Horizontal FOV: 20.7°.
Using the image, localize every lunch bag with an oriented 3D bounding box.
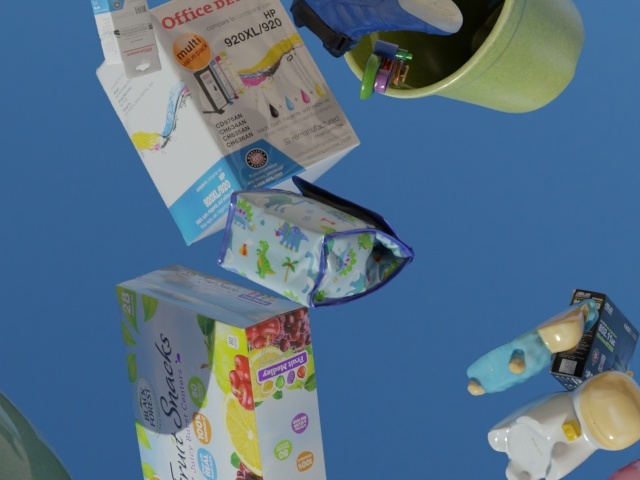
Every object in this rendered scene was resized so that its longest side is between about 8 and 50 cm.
[{"bbox_3d":[0.000,0.000,1.681,0.128,0.096,0.151,26,-161,34],"label":"lunch bag"}]

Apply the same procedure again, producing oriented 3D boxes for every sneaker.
[{"bbox_3d":[0.046,-0.197,1.559,0.152,0.085,0.058,22,-152,2],"label":"sneaker"}]

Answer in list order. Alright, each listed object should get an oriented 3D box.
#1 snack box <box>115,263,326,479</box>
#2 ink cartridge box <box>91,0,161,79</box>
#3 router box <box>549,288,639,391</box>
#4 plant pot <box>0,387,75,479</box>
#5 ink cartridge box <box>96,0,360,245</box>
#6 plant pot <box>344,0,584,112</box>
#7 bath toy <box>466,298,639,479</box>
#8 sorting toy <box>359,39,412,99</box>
[{"bbox_3d":[-0.077,0.138,1.392,0.070,0.207,0.174,-19,-157,-36],"label":"snack box"},{"bbox_3d":[-0.189,-0.200,1.704,0.048,0.083,0.028,-21,-167,-40],"label":"ink cartridge box"},{"bbox_3d":[0.280,0.114,1.780,0.038,0.122,0.092,9,-107,31],"label":"router box"},{"bbox_3d":[-0.297,0.203,1.270,0.290,0.290,0.195,-1,-108,-21],"label":"plant pot"},{"bbox_3d":[-0.107,-0.150,1.946,0.171,0.168,0.233,-27,-95,-31],"label":"ink cartridge box"},{"bbox_3d":[0.206,-0.283,2.272,0.254,0.276,0.276,20,-150,-48],"label":"plant pot"},{"bbox_3d":[0.277,0.236,1.642,0.129,0.151,0.348,-25,-89,-42],"label":"bath toy"},{"bbox_3d":[0.075,-0.186,1.912,0.042,0.061,0.102,16,-157,7],"label":"sorting toy"}]
